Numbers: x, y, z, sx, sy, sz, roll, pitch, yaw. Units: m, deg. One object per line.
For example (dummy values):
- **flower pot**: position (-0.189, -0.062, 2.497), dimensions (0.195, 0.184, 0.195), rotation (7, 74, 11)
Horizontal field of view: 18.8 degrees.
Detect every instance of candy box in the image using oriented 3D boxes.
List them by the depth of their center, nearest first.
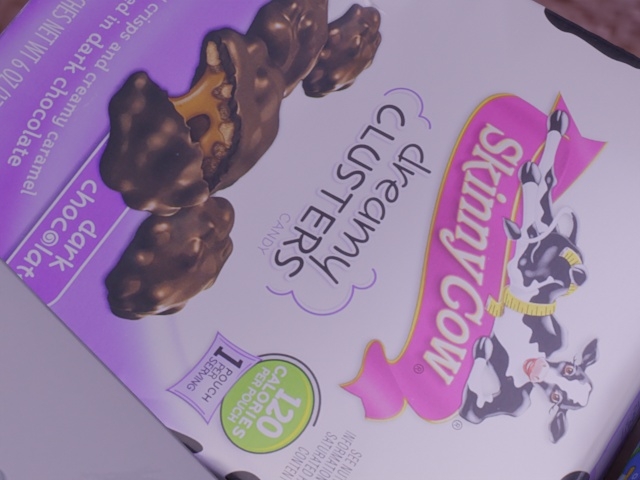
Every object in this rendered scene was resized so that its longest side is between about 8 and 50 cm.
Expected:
- **candy box**: position (0.000, 0.000, 0.529), dimensions (0.196, 0.070, 0.165), rotation (30, 66, 12)

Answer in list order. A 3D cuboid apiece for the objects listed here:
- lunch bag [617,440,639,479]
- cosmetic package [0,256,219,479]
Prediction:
- **lunch bag**: position (0.134, 0.108, 0.472), dimensions (0.151, 0.096, 0.129), rotation (42, 66, -15)
- **cosmetic package**: position (-0.098, 0.147, 0.379), dimensions (0.225, 0.138, 0.224), rotation (42, 49, 18)
